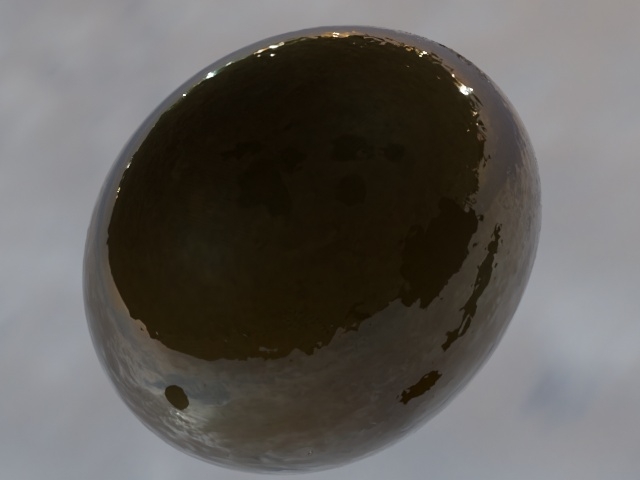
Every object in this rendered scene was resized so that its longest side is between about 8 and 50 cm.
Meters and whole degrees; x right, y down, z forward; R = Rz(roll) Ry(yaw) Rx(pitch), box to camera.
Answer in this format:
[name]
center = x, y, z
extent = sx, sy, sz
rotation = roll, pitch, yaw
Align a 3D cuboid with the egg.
[egg]
center = 0.000, 0.000, 0.902
extent = 0.283, 0.282, 0.351
rotation = 27, -128, 37
